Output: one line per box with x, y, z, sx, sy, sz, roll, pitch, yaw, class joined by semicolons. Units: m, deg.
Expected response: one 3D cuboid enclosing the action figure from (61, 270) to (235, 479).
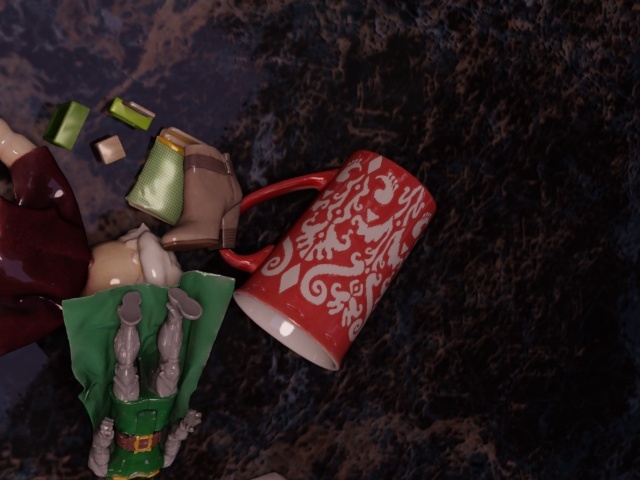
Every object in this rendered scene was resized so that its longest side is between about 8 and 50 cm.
-0.144;0.135;1.058;0.137;0.063;0.232;-4;131;-20;action figure

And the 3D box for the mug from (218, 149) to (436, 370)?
0.006;0.002;1.131;0.150;0.113;0.169;43;75;-22;mug

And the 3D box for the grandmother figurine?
-0.261;0.002;1.025;0.342;0.104;0.207;17;74;-26;grandmother figurine

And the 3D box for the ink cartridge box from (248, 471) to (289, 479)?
-0.055;0.336;1.047;0.198;0.270;0.197;-16;102;-21;ink cartridge box

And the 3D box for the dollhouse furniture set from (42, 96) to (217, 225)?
-0.150;-0.069;1.083;0.152;0.058;0.076;28;84;-23;dollhouse furniture set

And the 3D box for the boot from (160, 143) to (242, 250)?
-0.100;-0.036;1.070;0.042;0.118;0.087;-8;87;20;boot
